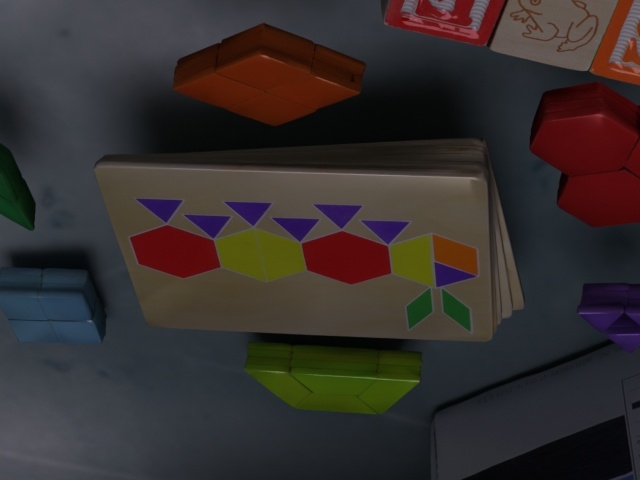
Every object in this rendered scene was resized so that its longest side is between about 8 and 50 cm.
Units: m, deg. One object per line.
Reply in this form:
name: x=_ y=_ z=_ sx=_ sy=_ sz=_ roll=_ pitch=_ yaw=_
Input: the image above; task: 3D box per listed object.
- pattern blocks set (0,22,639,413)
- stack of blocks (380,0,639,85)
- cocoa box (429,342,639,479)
pattern blocks set: x=0.000 y=0.000 z=0.806 sx=0.325 sy=0.026 sz=0.285 roll=6 pitch=147 yaw=1
stack of blocks: x=0.187 y=-0.141 z=0.688 sx=0.297 sy=0.087 sz=0.171 roll=11 pitch=129 yaw=-8
cocoa box: x=0.236 y=0.233 z=0.909 sx=0.231 sy=0.228 sz=0.347 roll=-24 pitch=125 yaw=20
